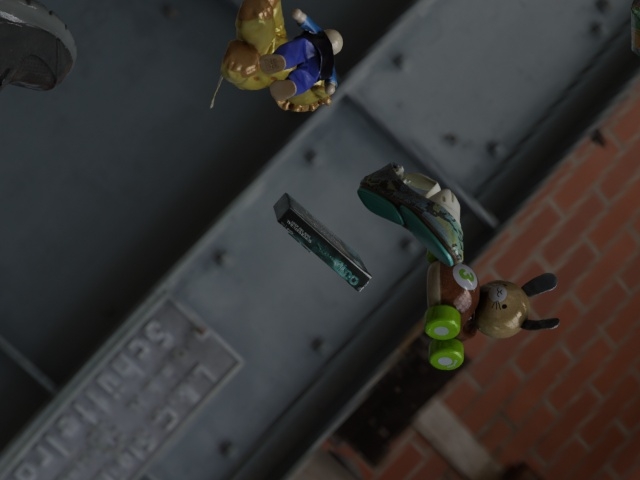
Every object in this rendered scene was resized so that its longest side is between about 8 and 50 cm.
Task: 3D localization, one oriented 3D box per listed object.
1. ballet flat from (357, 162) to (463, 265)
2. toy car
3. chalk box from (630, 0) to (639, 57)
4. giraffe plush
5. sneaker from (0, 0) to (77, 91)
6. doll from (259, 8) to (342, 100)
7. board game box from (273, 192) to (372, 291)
[{"bbox_3d":[0.106,-0.036,1.537,0.070,0.070,0.188,-45,-141,-4],"label":"ballet flat"},{"bbox_3d":[0.248,0.088,2.137,0.188,0.149,0.155,-2,-129,9],"label":"toy car"},{"bbox_3d":[0.413,-0.206,1.389,0.180,0.179,0.289,-51,169,7],"label":"chalk box"},{"bbox_3d":[-0.054,-0.265,2.213,0.181,0.170,0.210,-78,-173,-58],"label":"giraffe plush"},{"bbox_3d":[-0.336,-0.159,1.253,0.125,0.341,0.139,7,-93,29],"label":"sneaker"},{"bbox_3d":[-0.017,-0.256,2.047,0.046,0.129,0.189,-15,-167,32],"label":"doll"},{"bbox_3d":[0.000,0.000,1.767,0.026,0.126,0.186,-49,-174,3],"label":"board game box"}]
